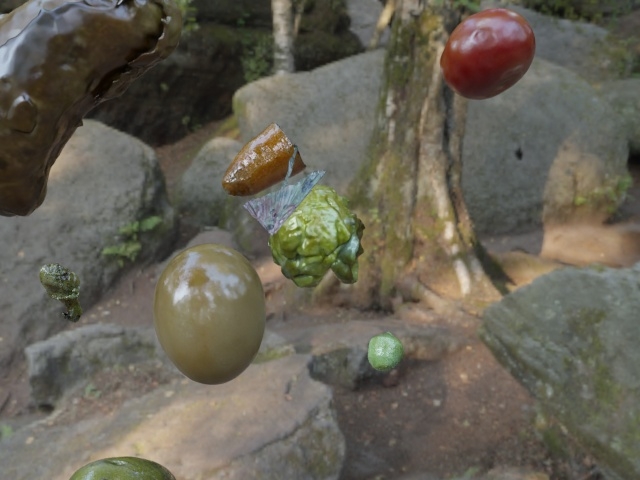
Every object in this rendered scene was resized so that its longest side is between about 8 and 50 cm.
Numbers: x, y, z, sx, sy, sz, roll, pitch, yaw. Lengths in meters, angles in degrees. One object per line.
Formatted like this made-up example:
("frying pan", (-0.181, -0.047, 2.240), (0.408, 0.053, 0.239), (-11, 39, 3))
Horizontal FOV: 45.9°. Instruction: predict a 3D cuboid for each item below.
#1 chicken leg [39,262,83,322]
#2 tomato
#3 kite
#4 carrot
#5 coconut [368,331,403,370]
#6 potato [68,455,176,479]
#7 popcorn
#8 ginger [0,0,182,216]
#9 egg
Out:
("chicken leg", (-0.764, 0.159, 2.276), (0.103, 0.228, 0.088), (-17, 32, 3))
("tomato", (0.327, -0.357, 1.470), (0.195, 0.195, 0.136), (-12, 67, -39))
("kite", (-0.047, -0.066, 0.956), (0.139, 0.011, 0.157), (-16, 45, 34))
("carrot", (-0.164, -0.193, 2.041), (0.225, 0.159, 0.159), (-39, 32, -12))
("coconut", (0.153, 0.259, 1.774), (0.087, 0.088, 0.096), (9, 63, 17))
("potato", (-0.350, 0.470, 1.379), (0.174, 0.159, 0.251), (37, -2, 26))
("popcorn", (0.000, 0.000, 1.407), (0.212, 0.198, 0.198), (31, 15, -12))
("ginger", (-0.306, -0.178, 0.835), (0.172, 0.321, 0.165), (41, 10, -9))
("egg", (-0.294, 0.195, 2.011), (0.300, 0.374, 0.301), (0, -8, 0))
